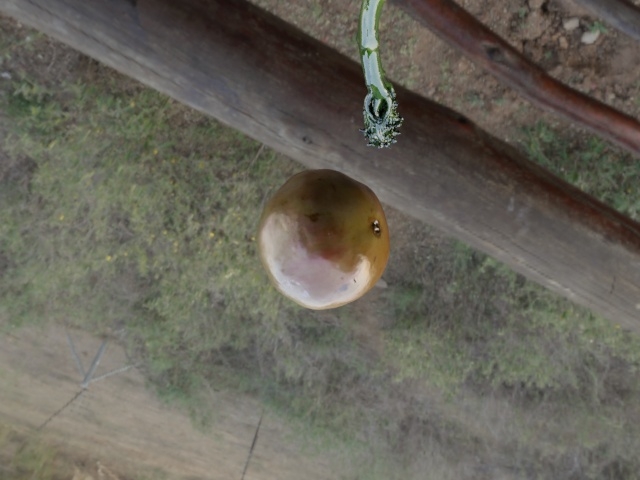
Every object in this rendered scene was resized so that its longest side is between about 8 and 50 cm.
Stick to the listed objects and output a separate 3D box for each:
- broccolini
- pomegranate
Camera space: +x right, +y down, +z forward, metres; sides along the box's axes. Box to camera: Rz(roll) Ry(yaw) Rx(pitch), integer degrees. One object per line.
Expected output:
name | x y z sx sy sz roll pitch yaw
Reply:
broccolini | 0.060 -0.174 0.646 0.054 0.051 0.239 -10 155 4
pomegranate | 0.001 -0.001 0.857 0.191 0.191 0.191 11 144 8
